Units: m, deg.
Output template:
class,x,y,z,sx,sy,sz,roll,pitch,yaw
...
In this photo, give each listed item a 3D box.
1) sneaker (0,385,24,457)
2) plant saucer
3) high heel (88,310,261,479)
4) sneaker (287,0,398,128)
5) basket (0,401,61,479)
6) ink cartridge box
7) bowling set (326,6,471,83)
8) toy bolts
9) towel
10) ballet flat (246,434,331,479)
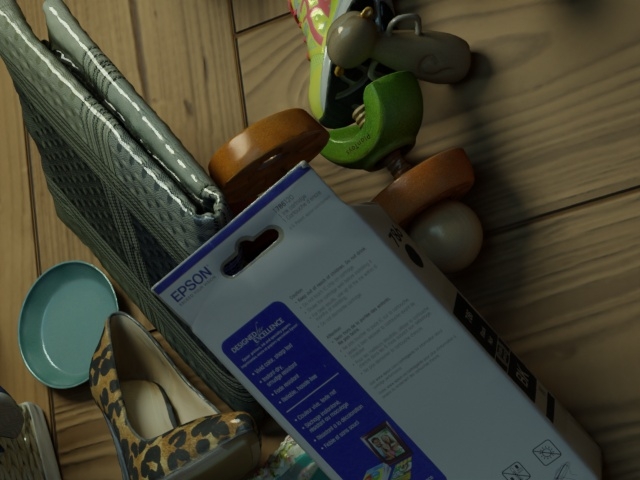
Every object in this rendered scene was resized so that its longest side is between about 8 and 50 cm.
class,x,y,z,sx,sy,sz,roll,pitch,yaw
sneaker,-0.412,0.174,1.597,0.315,0.127,0.182,-39,57,12
plant saucer,-0.228,0.079,1.674,0.119,0.021,0.119,-7,77,31
high heel,-0.128,0.121,1.509,0.261,0.093,0.186,-37,62,58
sneaker,0.011,-0.193,1.556,0.094,0.081,0.208,-5,70,39
basket,-0.306,0.238,1.640,0.113,0.103,0.167,-29,66,24
ink cartridge box,0.045,0.098,1.363,0.165,0.065,0.332,-38,102,20
bowling set,0.073,-0.282,1.463,0.287,0.154,0.200,-64,31,33
toy bolts,0.000,0.000,1.458,0.228,0.218,0.158,-41,75,39
towel,-0.151,-0.030,1.512,0.056,0.312,0.324,-35,58,-17
ballet flat,-0.034,0.218,1.500,0.241,0.091,0.077,-44,30,12
